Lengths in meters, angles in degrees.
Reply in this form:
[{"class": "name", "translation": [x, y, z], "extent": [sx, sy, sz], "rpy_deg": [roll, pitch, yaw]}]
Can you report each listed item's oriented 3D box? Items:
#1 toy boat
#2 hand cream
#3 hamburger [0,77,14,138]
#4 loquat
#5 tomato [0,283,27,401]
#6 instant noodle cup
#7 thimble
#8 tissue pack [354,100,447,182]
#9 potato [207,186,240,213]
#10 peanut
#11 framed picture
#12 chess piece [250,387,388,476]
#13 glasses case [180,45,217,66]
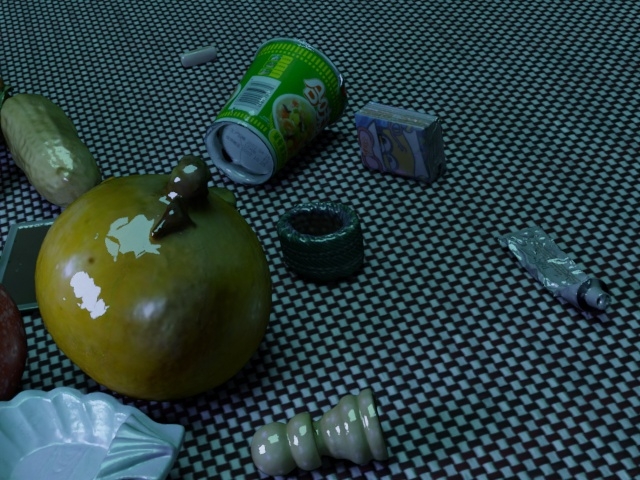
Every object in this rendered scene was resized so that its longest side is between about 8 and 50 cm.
[{"class": "toy boat", "translation": [-0.317, 0.282, 1.468], "extent": [0.290, 0.100, 0.199], "rpy_deg": [1, 35, 16]}, {"class": "hand cream", "translation": [0.358, 0.043, 1.717], "extent": [0.084, 0.050, 0.257], "rpy_deg": [-17, 28, -15]}, {"class": "hamburger", "translation": [-0.714, -0.243, 2.268], "extent": [0.246, 0.170, 0.246], "rpy_deg": [-15, 33, 10]}, {"class": "loquat", "translation": [-0.223, 0.041, 1.586], "extent": [0.328, 0.359, 0.328], "rpy_deg": [15, 29, -8]}, {"class": "tomato", "translation": [-0.531, 0.160, 1.585], "extent": [0.270, 0.227, 0.270], "rpy_deg": [-19, 45, 19]}, {"class": "instant noodle cup", "translation": [-0.089, -0.226, 2.101], "extent": [0.207, 0.207, 0.232], "rpy_deg": [12, 45, 28]}, {"class": "thimble", "translation": [0.001, 0.001, 1.819], "extent": [0.135, 0.090, 0.118], "rpy_deg": [10, 38, 26]}, {"class": "tissue pack", "translation": [0.140, -0.172, 2.024], "extent": [0.155, 0.115, 0.065], "rpy_deg": [16, 42, 34]}, {"class": "potato", "translation": [-0.244, -0.032, 1.926], "extent": [0.225, 0.090, 0.117], "rpy_deg": [-21, 36, -17]}, {"class": "peanut", "translation": [-0.498, -0.165, 2.138], "extent": [0.147, 0.147, 0.319], "rpy_deg": [-26, 47, -23]}, {"class": "framed picture", "translation": [-0.439, 0.035, 1.937], "extent": [0.216, 0.016, 0.273], "rpy_deg": [-8, 33, 3]}, {"class": "chess piece", "translation": [-0.004, 0.253, 1.463], "extent": [0.170, 0.094, 0.094], "rpy_deg": [-15, 33, 4]}, {"class": "glasses case", "translation": [-0.268, -0.406, 2.538], "extent": [0.083, 0.032, 0.021], "rpy_deg": [-20, 40, -16]}]
